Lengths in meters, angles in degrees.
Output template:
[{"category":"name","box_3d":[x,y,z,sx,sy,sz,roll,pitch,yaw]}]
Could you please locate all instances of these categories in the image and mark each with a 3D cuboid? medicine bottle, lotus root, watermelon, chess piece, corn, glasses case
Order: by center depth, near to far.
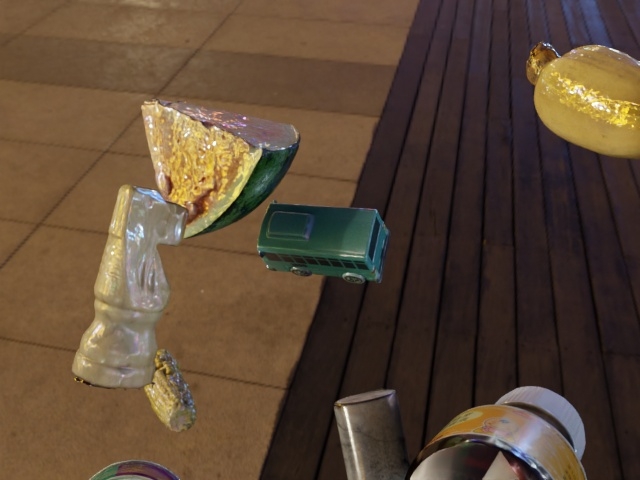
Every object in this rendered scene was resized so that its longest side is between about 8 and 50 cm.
[{"category":"lotus root","box_3d":[0.418,-0.202,1.005,0.146,0.130,0.303,-25,39,-15]},{"category":"chess piece","box_3d":[-0.287,0.067,1.048,0.137,0.300,0.137,13,4,-1]},{"category":"medicine bottle","box_3d":[0.288,0.363,1.062,0.243,0.242,0.395,20,11,24]},{"category":"glasses case","box_3d":[0.103,0.412,1.172,0.114,0.299,0.060,-10,-2,-12]},{"category":"watermelon","box_3d":[-0.188,-0.154,1.336,0.292,0.283,0.250,56,20,23]},{"category":"corn","box_3d":[-0.302,0.288,1.350,0.087,0.086,0.288,-17,18,-19]}]

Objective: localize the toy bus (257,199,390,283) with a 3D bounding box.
[{"category":"toy bus","box_3d":[0.000,0.000,1.407,0.256,0.147,0.128,5,66,20]}]

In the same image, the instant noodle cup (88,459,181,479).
[{"category":"instant noodle cup","box_3d":[-0.355,0.530,1.263,0.251,0.190,0.251,4,70,-11]}]
